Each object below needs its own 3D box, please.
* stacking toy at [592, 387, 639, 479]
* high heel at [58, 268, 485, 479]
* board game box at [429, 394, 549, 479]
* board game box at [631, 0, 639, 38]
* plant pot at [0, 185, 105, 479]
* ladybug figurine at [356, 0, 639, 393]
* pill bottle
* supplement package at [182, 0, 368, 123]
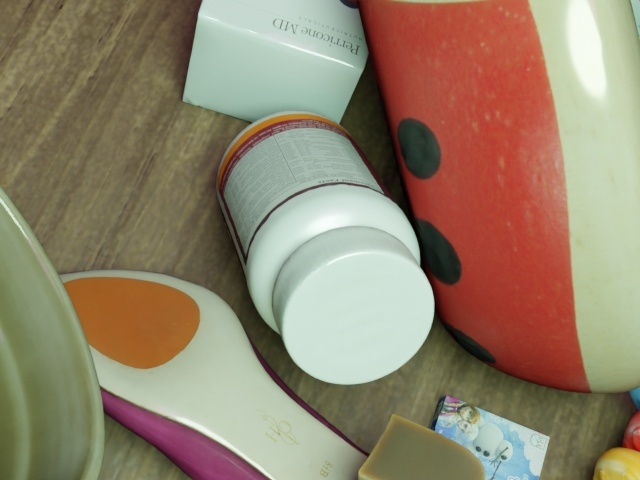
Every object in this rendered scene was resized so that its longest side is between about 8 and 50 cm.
[{"bbox_3d":[0.214,0.249,0.820,0.302,0.166,0.175,-42,98,-12],"label":"stacking toy"},{"bbox_3d":[-0.063,0.157,0.832,0.377,0.181,0.127,27,45,24],"label":"high heel"},{"bbox_3d":[0.122,0.177,0.887,0.090,0.020,0.090,23,64,-4],"label":"board game box"},{"bbox_3d":[0.253,-0.303,1.014,0.303,0.097,0.224,43,61,-21],"label":"board game box"},{"bbox_3d":[-0.332,0.087,0.669,0.280,0.323,0.323,-31,74,12],"label":"plant pot"},{"bbox_3d":[0.132,-0.076,0.828,0.161,0.305,0.449,-15,110,3],"label":"ladybug figurine"},{"bbox_3d":[0.000,0.000,0.822,0.121,0.121,0.221,-3,28,-14],"label":"pill bottle"},{"bbox_3d":[-0.013,-0.226,0.967,0.139,0.134,0.244,17,65,-5],"label":"supplement package"}]
